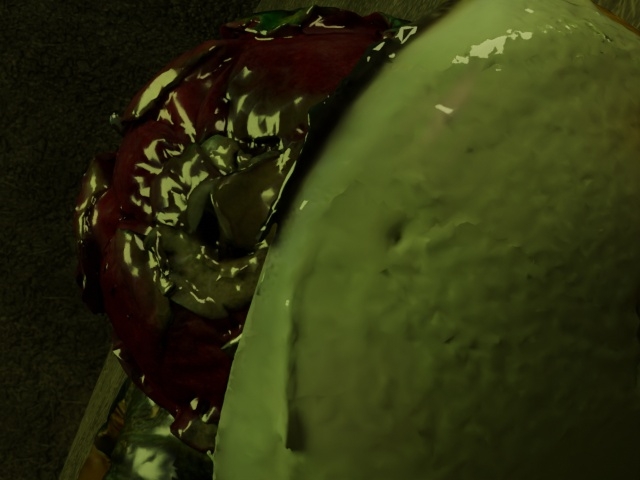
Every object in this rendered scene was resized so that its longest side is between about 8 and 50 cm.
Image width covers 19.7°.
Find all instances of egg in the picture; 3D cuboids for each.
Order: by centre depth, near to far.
[{"bbox_3d":[0.103,0.046,0.869,0.337,0.201,0.337,-47,-28,-35],"label":"egg"}]

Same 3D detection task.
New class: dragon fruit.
[{"bbox_3d":[0.001,-0.003,1.225,0.329,0.329,0.329,-59,12,21],"label":"dragon fruit"}]

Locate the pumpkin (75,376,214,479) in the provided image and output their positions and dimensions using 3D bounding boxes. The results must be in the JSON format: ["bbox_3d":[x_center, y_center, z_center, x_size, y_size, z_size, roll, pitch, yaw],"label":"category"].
[{"bbox_3d":[-0.094,0.214,1.420,0.320,0.192,0.320,-156,90,-83],"label":"pumpkin"}]
